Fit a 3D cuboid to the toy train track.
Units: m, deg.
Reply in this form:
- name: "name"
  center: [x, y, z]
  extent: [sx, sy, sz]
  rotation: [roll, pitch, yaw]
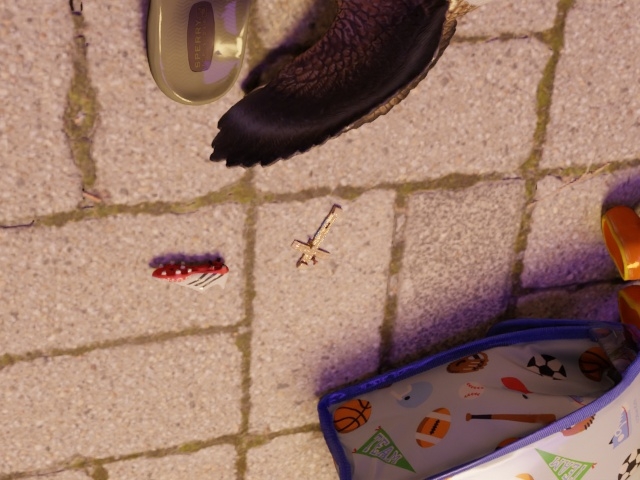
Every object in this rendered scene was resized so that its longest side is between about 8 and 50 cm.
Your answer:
- name: "toy train track"
  center: [0.000, 0.000, 1.320]
  extent: [0.048, 0.014, 0.083]
  rotation: [20, 113, -30]

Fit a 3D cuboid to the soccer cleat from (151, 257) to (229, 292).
- name: "soccer cleat"
  center: [-0.137, 0.040, 1.288]
  extent: [0.083, 0.029, 0.035]
  rotation: [-6, 120, -22]

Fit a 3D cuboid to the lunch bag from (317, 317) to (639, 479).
- name: "lunch bag"
  center: [0.230, 0.283, 1.458]
  extent: [0.385, 0.239, 0.327]
  rotation: [-22, 126, 2]

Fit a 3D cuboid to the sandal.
- name: "sandal"
  center: [-0.100, -0.250, 1.071]
  extent: [0.120, 0.086, 0.302]
  rotation: [-11, 125, -13]

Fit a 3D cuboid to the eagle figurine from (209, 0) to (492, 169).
- name: "eagle figurine"
  center: [0.039, -0.189, 1.109]
  extent: [0.226, 0.225, 0.298]
  rotation: [13, 107, -38]

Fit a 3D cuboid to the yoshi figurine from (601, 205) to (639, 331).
- name: "yoshi figurine"
  center: [0.517, -0.009, 1.430]
  extent: [0.362, 0.203, 0.203]
  rotation: [-15, 157, 3]
